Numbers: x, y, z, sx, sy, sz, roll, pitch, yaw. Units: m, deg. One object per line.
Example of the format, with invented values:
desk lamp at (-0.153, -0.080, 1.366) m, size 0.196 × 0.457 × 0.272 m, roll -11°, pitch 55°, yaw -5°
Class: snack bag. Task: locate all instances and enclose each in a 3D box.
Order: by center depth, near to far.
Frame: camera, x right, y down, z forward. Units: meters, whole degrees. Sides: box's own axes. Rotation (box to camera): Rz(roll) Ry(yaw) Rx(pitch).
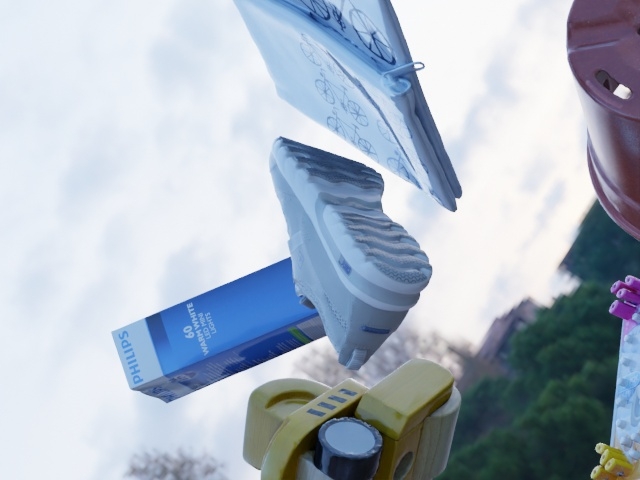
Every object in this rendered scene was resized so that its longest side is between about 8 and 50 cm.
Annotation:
snack bag at (-0.007, -0.208, 1.241) m, size 0.037 × 0.323 × 0.342 m, roll -39°, pitch -43°, yaw -12°

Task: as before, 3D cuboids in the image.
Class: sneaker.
sneaker at (0.000, 0.000, 1.099) m, size 0.115 × 0.105 × 0.281 m, roll -64°, pitch 23°, yaw 22°

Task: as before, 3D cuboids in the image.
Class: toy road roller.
toy road roller at (0.033, 0.292, 1.923) m, size 0.329 × 0.241 × 0.202 m, roll -26°, pitch -45°, yaw -45°

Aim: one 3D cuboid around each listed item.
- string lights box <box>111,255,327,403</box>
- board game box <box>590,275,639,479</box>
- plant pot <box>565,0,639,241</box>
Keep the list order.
string lights box at (-0.090, 0.099, 1.461) m, size 0.260 × 0.076 × 0.133 m, roll -23°, pitch -17°, yaw 5°
board game box at (0.579, 0.180, 2.063) m, size 0.390 × 0.050 × 0.390 m, roll 137°, pitch 150°, yaw -58°
plant pot at (0.369, -0.152, 1.255) m, size 0.272 × 0.272 × 0.265 m, roll -56°, pitch -31°, yaw -4°
